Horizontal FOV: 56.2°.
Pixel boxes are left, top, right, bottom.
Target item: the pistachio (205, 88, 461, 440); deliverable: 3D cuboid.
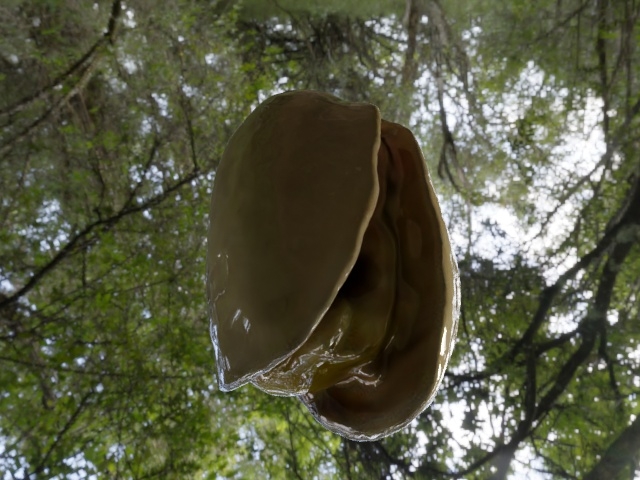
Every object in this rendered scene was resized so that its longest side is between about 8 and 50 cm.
[{"bbox_3d":[0.000,0.000,0.449,0.187,0.187,0.299,-6,-142,7],"label":"pistachio"}]
